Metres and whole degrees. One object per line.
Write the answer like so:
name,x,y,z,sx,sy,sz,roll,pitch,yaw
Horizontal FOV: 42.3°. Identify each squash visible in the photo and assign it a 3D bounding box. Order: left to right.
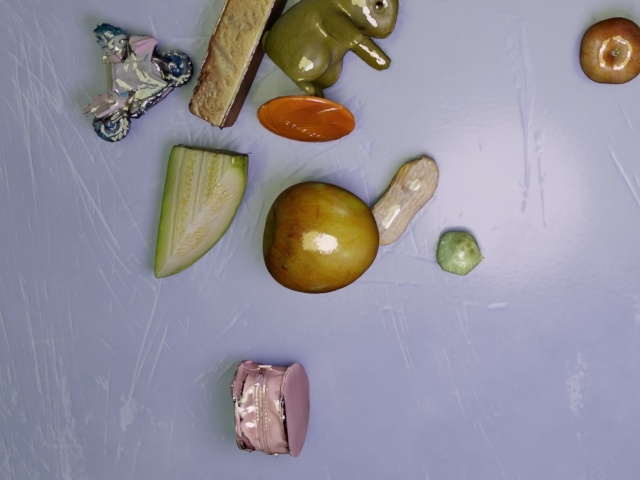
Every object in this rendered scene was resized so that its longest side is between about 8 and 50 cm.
squash,-0.226,-0.046,1.693,0.203,0.111,0.289,14,101,39

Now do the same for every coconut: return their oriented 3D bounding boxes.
coconut,0.278,0.026,1.644,0.096,0.088,0.088,7,102,13

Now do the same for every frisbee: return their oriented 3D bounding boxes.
frisbee,-0.028,-0.223,1.596,0.192,0.192,0.035,2,73,9

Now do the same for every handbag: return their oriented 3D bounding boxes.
handbag,-0.102,0.347,1.721,0.116,0.179,0.205,-2,99,16

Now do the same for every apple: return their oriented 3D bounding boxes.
apple,0.000,0.000,1.614,0.207,0.237,0.237,11,103,-17
apple,0.541,-0.348,1.520,0.126,0.102,0.126,2,101,8

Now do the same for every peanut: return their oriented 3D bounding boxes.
peanut,0.162,-0.077,1.641,0.087,0.087,0.207,36,103,1

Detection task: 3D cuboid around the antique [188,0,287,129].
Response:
antique,-0.165,-0.377,1.637,0.093,0.087,0.310,26,104,6

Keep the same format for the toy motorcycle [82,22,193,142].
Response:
toy motorcycle,-0.402,-0.340,1.677,0.239,0.108,0.204,-42,97,-11

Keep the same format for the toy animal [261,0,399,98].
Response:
toy animal,0.067,-0.414,1.544,0.363,0.181,0.180,-33,81,16
